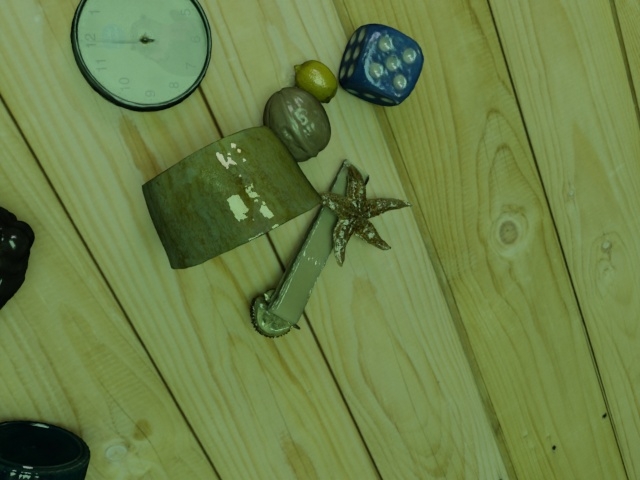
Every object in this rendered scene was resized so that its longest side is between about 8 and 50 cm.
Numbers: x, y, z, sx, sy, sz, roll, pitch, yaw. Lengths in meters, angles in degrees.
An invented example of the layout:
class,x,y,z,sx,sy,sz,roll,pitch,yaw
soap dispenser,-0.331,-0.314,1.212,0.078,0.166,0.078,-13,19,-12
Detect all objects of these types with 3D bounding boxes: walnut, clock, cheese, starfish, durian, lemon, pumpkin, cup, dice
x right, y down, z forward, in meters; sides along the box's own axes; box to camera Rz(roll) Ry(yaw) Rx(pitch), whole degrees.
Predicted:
class,x,y,z,sx,sy,sz,roll,pitch,yaw
walnut,-0.052,-0.251,1.317,0.140,0.140,0.162,-30,98,-12
clock,-0.356,-0.401,1.221,0.281,0.055,0.280,-4,102,-19
cheese,-0.002,-0.001,1.406,0.085,0.034,0.400,31,79,-25
starfish,0.084,-0.056,1.395,0.277,0.062,0.235,0,95,-33
durian,-0.111,0.174,1.412,0.140,0.071,0.110,34,75,-25
lemon,-0.011,-0.353,1.338,0.111,0.082,0.082,39,86,-20
pumpkin,-0.181,-0.100,1.202,0.332,0.332,0.199,-24,103,-14
cup,-0.638,0.532,1.235,0.242,0.308,0.292,14,96,-54
dice,0.131,-0.387,1.347,0.146,0.146,0.143,18,92,-22

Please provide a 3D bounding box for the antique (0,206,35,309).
class,x,y,z,sx,sy,sz,roll,pitch,yaw
antique,-0.702,0.010,1.111,0.322,0.185,0.255,43,86,-18
